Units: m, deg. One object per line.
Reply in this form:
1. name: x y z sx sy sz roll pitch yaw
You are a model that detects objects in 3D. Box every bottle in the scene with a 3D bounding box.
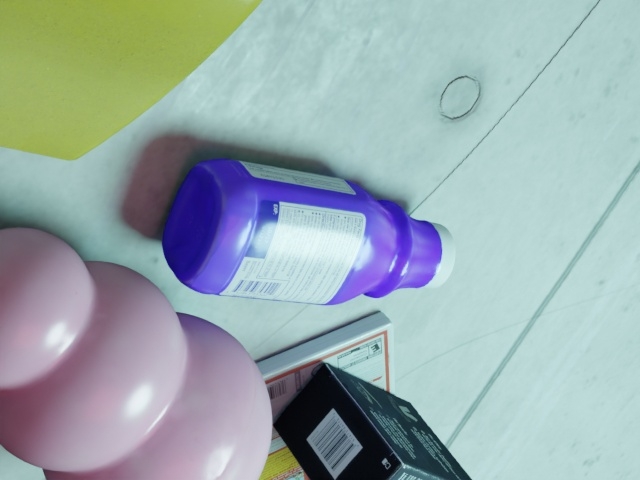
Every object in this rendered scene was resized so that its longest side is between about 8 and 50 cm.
1. bottle: 0.000 0.000 1.083 0.283 0.092 0.118 7 119 -37

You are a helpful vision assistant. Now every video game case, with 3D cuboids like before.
1. video game case: -0.010 0.222 1.295 0.204 0.025 0.285 -21 132 -19

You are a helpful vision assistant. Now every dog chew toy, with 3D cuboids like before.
1. dog chew toy: -0.187 0.113 0.982 0.206 0.206 0.332 -41 127 0

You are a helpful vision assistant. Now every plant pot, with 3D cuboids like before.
1. plant pot: -0.192 -0.173 0.756 0.212 0.212 0.187 10 128 -38

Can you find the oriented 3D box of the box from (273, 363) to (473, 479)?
1. box: 0.061 0.226 1.215 0.093 0.156 0.158 -50 135 10
